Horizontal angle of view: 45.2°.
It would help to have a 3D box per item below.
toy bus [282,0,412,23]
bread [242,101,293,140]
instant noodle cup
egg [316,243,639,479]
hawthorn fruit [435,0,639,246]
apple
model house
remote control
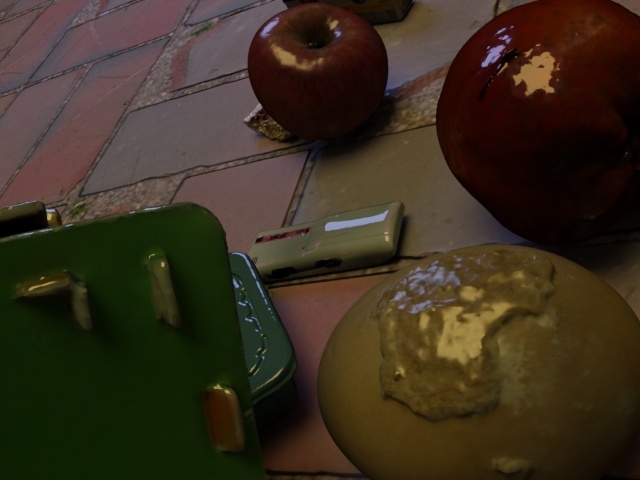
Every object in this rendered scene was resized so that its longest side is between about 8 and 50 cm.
[{"bbox_3d":[0.035,-0.316,1.000,0.172,0.072,0.057,5,54,38],"label":"toy bus"},{"bbox_3d":[-0.045,-0.155,0.919,0.070,0.035,0.083,-48,37,-19],"label":"bread"},{"bbox_3d":[-0.095,0.108,0.648,0.157,0.070,0.179,-33,37,1],"label":"instant noodle cup"},{"bbox_3d":[0.091,0.081,0.460,0.201,0.164,0.164,-15,41,31],"label":"egg"},{"bbox_3d":[0.171,-0.100,0.582,0.185,0.185,0.202,-38,33,-3],"label":"hawthorn fruit"},{"bbox_3d":[0.000,-0.179,0.828,0.153,0.120,0.153,1,52,-1],"label":"apple"},{"bbox_3d":[-0.177,0.150,0.501,0.242,0.358,0.313,-15,13,-18],"label":"model house"},{"bbox_3d":[0.000,0.000,0.723,0.166,0.029,0.065,-11,45,29],"label":"remote control"}]
